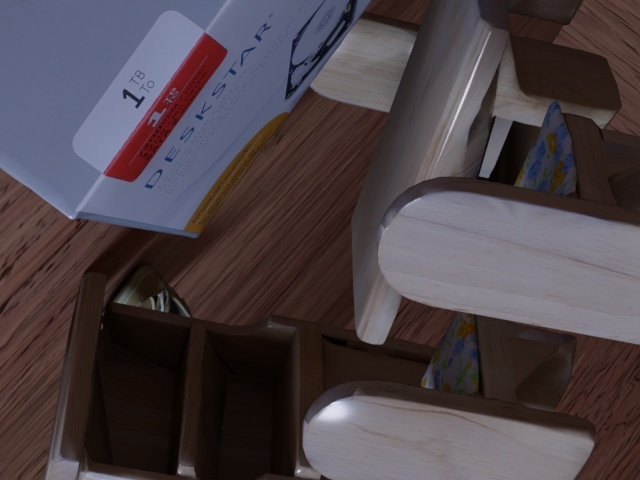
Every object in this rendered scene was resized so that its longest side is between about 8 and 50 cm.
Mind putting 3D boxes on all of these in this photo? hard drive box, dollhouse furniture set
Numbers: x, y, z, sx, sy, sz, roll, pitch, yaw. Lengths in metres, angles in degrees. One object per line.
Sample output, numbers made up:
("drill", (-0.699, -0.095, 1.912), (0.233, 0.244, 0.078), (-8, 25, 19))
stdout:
("hard drive box", (-0.063, -0.100, 0.705), (0.181, 0.089, 0.232), (-54, 172, 4))
("dollhouse furniture set", (0.000, 0.000, 0.910), (0.362, 0.257, 0.394), (-91, -164, -50))

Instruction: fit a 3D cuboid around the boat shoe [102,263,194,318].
("boat shoe", (-0.128, 0.056, 1.186), (0.056, 0.048, 0.153), (-52, 173, -4))
